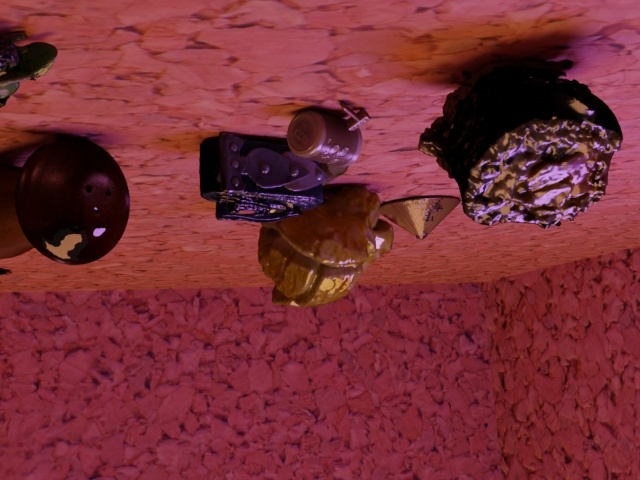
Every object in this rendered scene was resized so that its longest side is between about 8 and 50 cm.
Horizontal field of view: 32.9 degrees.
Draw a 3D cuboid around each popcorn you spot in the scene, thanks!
[{"bbox_3d":[0.003,0.001,2.173,0.276,0.276,0.225,-3,135,-10],"label":"popcorn"}]

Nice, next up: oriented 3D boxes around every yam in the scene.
[{"bbox_3d":[0.014,-0.124,1.883,0.043,0.043,0.094,-1,171,-25],"label":"yam"}]

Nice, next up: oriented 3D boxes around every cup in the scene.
[{"bbox_3d":[0.016,-0.153,1.589,0.102,0.074,0.099,-12,169,38],"label":"cup"}]

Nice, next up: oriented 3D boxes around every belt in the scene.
[{"bbox_3d":[-0.095,-0.092,1.748,0.218,0.128,0.122,3,169,-34],"label":"belt"}]

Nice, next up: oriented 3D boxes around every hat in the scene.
[{"bbox_3d":[0.220,-0.042,2.408,0.193,0.082,0.193,-4,170,-1],"label":"hat"}]

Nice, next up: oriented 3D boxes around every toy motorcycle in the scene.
[{"bbox_3d":[-0.380,-0.181,1.216,0.106,0.074,0.190,-7,173,-44],"label":"toy motorcycle"}]

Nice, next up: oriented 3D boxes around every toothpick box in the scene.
[{"bbox_3d":[-0.432,-0.053,1.670,0.294,0.192,0.192,-5,173,39],"label":"toothpick box"}]

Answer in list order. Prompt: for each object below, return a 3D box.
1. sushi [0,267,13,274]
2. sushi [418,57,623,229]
[{"bbox_3d":[-0.608,0.023,1.674,0.192,0.043,0.279,14,-173,11],"label":"sushi"},{"bbox_3d":[0.267,-0.147,1.442,0.238,0.219,0.225,29,118,-25],"label":"sushi"}]
